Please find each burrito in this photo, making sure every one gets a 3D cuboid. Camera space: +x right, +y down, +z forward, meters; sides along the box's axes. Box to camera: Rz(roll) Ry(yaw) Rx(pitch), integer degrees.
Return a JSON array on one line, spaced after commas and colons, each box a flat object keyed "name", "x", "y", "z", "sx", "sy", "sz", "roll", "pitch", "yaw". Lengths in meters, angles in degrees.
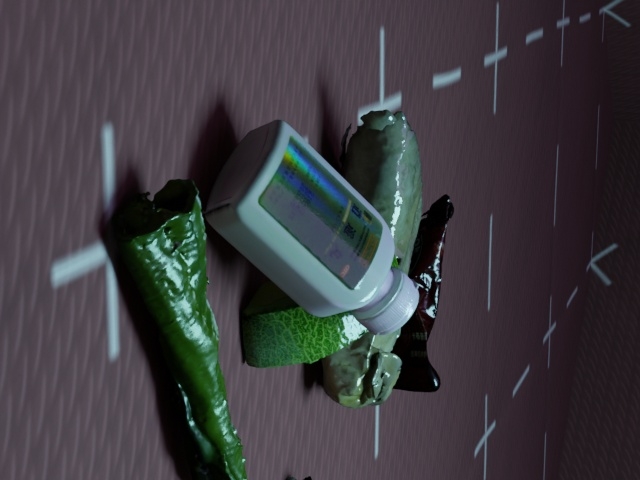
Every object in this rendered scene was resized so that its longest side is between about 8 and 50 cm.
[{"name": "burrito", "x": 0.057, "y": 0.026, "z": 1.494, "sx": 0.175, "sy": 0.107, "sz": 0.348, "roll": -56, "pitch": 151, "yaw": -83}]

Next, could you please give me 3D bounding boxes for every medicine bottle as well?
[{"name": "medicine bottle", "x": 0.000, "y": 0.000, "z": 1.202, "sx": 0.219, "sy": 0.078, "sz": 0.115, "roll": 43, "pitch": 51, "yaw": -25}]

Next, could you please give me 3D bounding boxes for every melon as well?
[{"name": "melon", "x": 0.008, "y": 0.044, "z": 1.322, "sx": 0.209, "sy": 0.118, "sz": 0.064, "roll": -57, "pitch": 139, "yaw": -49}]

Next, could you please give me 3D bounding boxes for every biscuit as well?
[{"name": "biscuit", "x": 0.106, "y": 0.066, "z": 1.609, "sx": 0.063, "sy": 0.151, "sz": 0.235, "roll": 18, "pitch": 76, "yaw": -29}]

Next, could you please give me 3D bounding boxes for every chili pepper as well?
[{"name": "chili pepper", "x": -0.094, "y": 0.110, "z": 1.107, "sx": 0.085, "sy": 0.076, "sz": 0.359, "roll": -44, "pitch": 135, "yaw": -35}]

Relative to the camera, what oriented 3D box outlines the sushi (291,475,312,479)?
[{"name": "sushi", "x": 0.001, "y": 0.302, "z": 1.417, "sx": 0.056, "sy": 0.083, "sz": 0.085, "roll": -54, "pitch": 145, "yaw": -55}]
